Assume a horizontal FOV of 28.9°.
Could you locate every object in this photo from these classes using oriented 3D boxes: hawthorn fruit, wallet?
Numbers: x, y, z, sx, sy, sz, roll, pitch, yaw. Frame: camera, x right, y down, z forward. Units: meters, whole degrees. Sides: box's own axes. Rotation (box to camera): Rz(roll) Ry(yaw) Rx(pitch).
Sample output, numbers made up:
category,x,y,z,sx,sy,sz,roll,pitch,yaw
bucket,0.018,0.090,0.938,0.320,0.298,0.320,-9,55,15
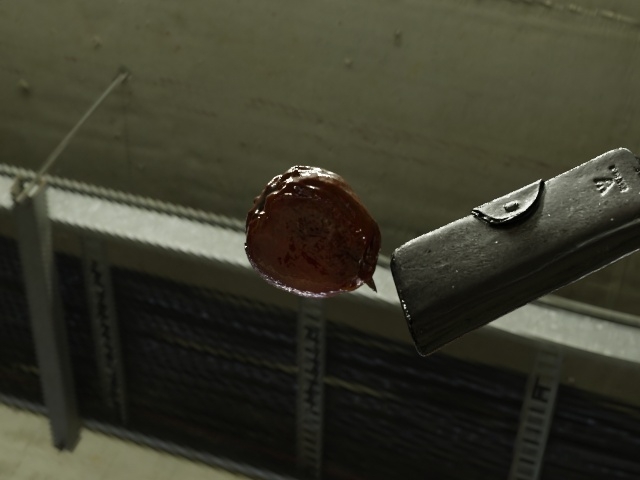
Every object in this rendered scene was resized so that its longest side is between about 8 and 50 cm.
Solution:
category,x,y,z,sx,sy,sz,roll,pitch,yaw
hawthorn fruit,-0.010,-0.011,1.617,0.179,0.173,0.173,4,-46,-12
wallet,0.233,0.002,1.408,0.318,0.172,0.045,-26,-53,11
